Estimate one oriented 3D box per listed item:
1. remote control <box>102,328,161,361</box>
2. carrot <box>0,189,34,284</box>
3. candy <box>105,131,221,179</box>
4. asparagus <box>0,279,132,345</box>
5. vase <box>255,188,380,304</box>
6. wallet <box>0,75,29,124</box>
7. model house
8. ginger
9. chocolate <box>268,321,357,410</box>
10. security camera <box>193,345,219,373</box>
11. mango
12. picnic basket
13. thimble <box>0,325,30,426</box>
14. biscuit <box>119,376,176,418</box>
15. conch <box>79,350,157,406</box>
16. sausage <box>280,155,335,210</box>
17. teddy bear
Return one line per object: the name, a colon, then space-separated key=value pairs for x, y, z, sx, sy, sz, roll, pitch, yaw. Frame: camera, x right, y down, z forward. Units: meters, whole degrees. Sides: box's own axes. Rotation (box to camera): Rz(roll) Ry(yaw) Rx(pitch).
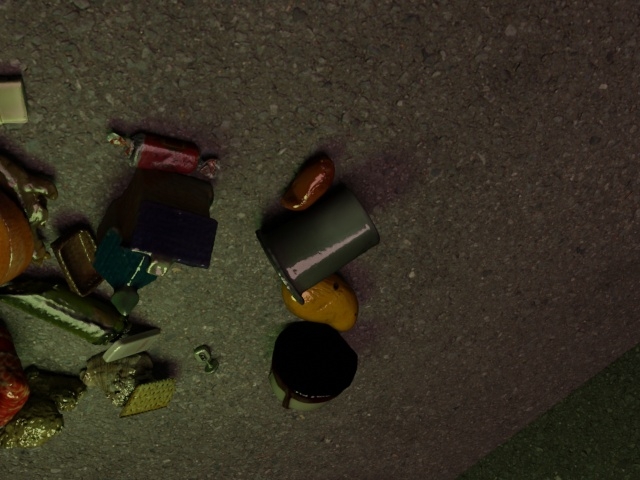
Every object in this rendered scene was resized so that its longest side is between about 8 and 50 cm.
remote control: x=-0.553 y=0.307 z=2.005 sx=0.087 sy=0.029 sz=0.190 roll=-46 pitch=166 yaw=21
carrot: x=-0.812 y=-0.010 z=1.615 sx=0.258 sy=0.100 sz=0.307 roll=31 pitch=121 yaw=-8
candy: x=-0.380 y=-0.208 z=1.671 sx=0.292 sy=0.059 sz=0.086 roll=9 pitch=124 yaw=-27
asparagus: x=-0.699 y=0.180 z=1.862 sx=0.128 sy=0.108 sz=0.382 roll=-41 pitch=129 yaw=18
vase: x=0.000 y=0.000 z=1.889 sx=0.291 sy=0.245 sz=0.245 roll=-33 pitch=132 yaw=-2
wallet: x=-0.721 y=-0.302 z=1.486 sx=0.155 sy=0.039 sz=0.110 roll=-6 pitch=127 yaw=-15
model house: x=-0.411 y=0.017 z=1.703 sx=0.245 sy=0.280 sz=0.312 roll=19 pitch=122 yaw=-32
ginger: x=-0.723 y=-0.073 z=1.658 sx=0.166 sy=0.080 sz=0.333 roll=-4 pitch=127 yaw=-23
chocolate: x=-0.040 y=0.422 z=2.218 sx=0.283 sy=0.284 sz=0.186 roll=-3 pitch=146 yaw=-17
security camera: x=-0.369 y=0.379 z=2.189 sx=0.058 sy=0.058 sz=0.092 roll=-29 pitch=124 yaw=6
mango: x=0.004 y=0.176 z=2.097 sx=0.295 sy=0.120 sz=0.177 roll=31 pitch=106 yaw=-38
picnic basket: x=-0.632 y=0.052 z=1.786 sx=0.110 sy=0.054 sz=0.193 roll=-47 pitch=147 yaw=-36
thimble: x=-0.970 y=0.380 z=1.801 sx=0.350 sy=0.231 sz=0.350 roll=-26 pitch=155 yaw=-13
biscuit: x=-0.517 y=0.479 z=2.106 sx=0.203 sy=0.016 sz=0.144 roll=0 pitch=125 yaw=-57
conch: x=-0.612 y=0.419 z=2.102 sx=0.245 sy=0.163 sz=0.178 roll=12 pitch=91 yaw=-9
sausage: x=-0.029 y=-0.147 z=1.827 sx=0.089 sy=0.089 sz=0.179 roll=30 pitch=116 yaw=-36
teddy bear: x=-0.828 y=0.499 z=1.994 sx=0.267 sy=0.256 sz=0.156 roll=-17 pitch=128 yaw=-5
